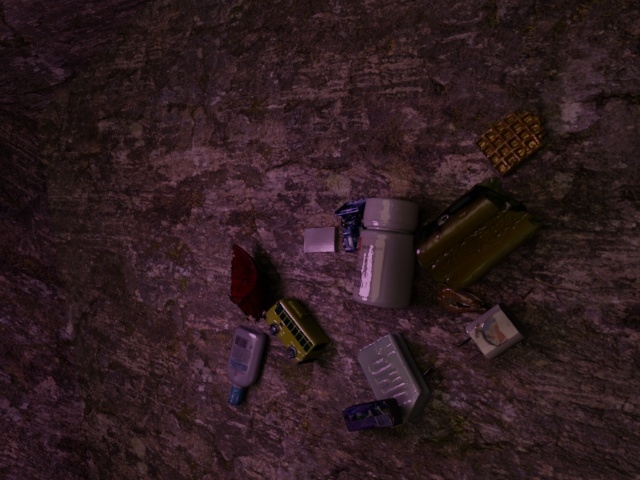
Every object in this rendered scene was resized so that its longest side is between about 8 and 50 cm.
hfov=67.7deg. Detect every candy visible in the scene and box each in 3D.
[{"bbox_3d":[0.178,0.614,1.678,0.312,0.061,0.088,-42,63,56],"label":"candy"}]

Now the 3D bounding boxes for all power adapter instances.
[{"bbox_3d":[0.534,0.310,1.523,0.205,0.125,0.130,-44,65,21],"label":"power adapter"}]

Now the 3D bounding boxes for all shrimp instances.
[{"bbox_3d":[0.481,0.210,1.621,0.190,0.042,0.101,14,113,32],"label":"shrimp"}]

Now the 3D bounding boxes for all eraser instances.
[{"bbox_3d":[0.000,0.000,1.956,0.151,0.023,0.103,-3,84,33],"label":"eraser"}]

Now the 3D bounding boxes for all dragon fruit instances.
[{"bbox_3d":[-0.279,0.187,1.996,0.100,0.282,0.343,-19,43,7],"label":"dragon fruit"}]

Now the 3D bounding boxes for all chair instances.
[{"bbox_3d":[0.378,0.461,1.657,0.086,0.042,0.037,42,106,28],"label":"chair"}]

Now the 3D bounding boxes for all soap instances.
[{"bbox_3d":[0.264,0.492,1.695,0.173,0.095,0.289,-36,68,26],"label":"soap"}]

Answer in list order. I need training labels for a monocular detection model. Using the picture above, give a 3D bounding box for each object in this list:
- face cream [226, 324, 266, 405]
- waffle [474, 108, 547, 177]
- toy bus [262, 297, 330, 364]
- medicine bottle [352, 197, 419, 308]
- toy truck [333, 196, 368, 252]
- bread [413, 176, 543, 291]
[{"bbox_3d":[-0.336,0.549,2.082,0.163,0.080,0.336,14,93,32],"label":"face cream"},{"bbox_3d":[0.638,-0.330,1.562,0.211,0.055,0.160,-39,66,22],"label":"waffle"},{"bbox_3d":[-0.098,0.356,1.922,0.262,0.128,0.150,48,110,26],"label":"toy bus"},{"bbox_3d":[0.234,0.044,1.691,0.211,0.211,0.371,6,88,33],"label":"medicine bottle"},{"bbox_3d":[0.126,-0.061,1.820,0.113,0.126,0.208,-11,79,31],"label":"toy truck"},{"bbox_3d":[0.480,-0.019,1.538,0.251,0.208,0.376,42,113,-7],"label":"bread"}]
